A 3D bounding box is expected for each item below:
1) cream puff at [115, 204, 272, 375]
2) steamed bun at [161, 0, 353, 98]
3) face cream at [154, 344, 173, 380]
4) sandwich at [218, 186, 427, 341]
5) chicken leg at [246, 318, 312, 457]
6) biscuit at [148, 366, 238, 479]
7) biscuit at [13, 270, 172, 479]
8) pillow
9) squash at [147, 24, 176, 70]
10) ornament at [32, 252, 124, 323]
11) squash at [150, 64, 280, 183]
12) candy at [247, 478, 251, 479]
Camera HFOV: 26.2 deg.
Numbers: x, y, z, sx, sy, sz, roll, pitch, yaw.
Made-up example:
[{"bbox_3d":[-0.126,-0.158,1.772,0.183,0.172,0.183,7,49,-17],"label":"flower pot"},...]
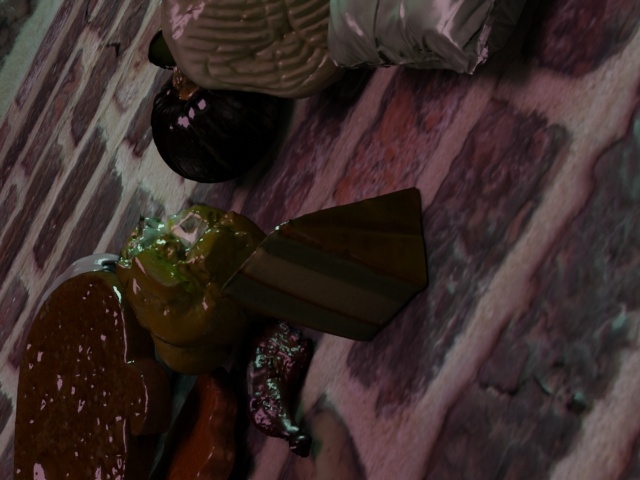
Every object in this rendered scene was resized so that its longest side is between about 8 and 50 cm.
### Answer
[{"bbox_3d":[-0.126,0.050,1.568,0.194,0.195,0.221,-59,14,14],"label":"cream puff"},{"bbox_3d":[-0.041,-0.316,1.639,0.320,0.275,0.206,-26,15,3],"label":"steamed bun"},{"bbox_3d":[-0.229,0.164,1.770,0.082,0.082,0.269,-16,54,60],"label":"face cream"},{"bbox_3d":[0.000,0.000,1.340,0.117,0.187,0.144,-47,36,34],"label":"sandwich"},{"bbox_3d":[-0.044,0.158,1.447,0.093,0.053,0.205,-34,41,27],"label":"chicken leg"},{"bbox_3d":[-0.149,0.277,1.543,0.284,0.043,0.306,-38,31,56],"label":"biscuit"},{"bbox_3d":[-0.271,0.212,1.651,0.314,0.063,0.367,-21,63,44],"label":"biscuit"},{"bbox_3d":[0.125,-0.294,1.403,0.310,0.138,0.283,7,75,62],"label":"pillow"},{"bbox_3d":[-0.131,-0.281,1.828,0.237,0.204,0.155,133,145,-53],"label":"squash"},{"bbox_3d":[-0.299,0.111,1.880,0.177,0.177,0.177,-45,31,38],"label":"ornament"},{"bbox_3d":[-0.140,-0.163,1.808,0.193,0.156,0.193,-14,67,35],"label":"squash"},{"bbox_3d":[-0.069,0.312,1.362,0.088,0.038,0.136,-64,29,19],"label":"candy"}]
